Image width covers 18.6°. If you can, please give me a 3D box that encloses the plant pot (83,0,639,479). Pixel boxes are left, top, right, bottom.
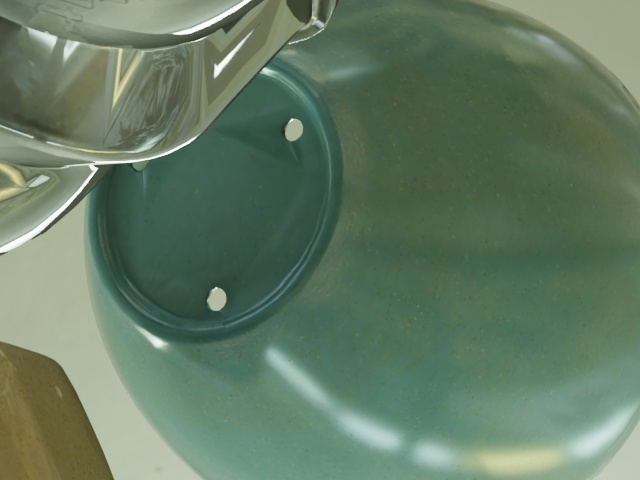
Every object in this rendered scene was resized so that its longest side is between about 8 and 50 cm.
[{"bbox_3d":[0.000,0.000,0.926,0.195,0.290,0.290,22,-140,-57],"label":"plant pot"}]

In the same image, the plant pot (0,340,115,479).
[{"bbox_3d":[-0.183,0.125,0.750,0.284,0.284,0.190,16,-99,-23],"label":"plant pot"}]

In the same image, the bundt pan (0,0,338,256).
[{"bbox_3d":[-0.138,-0.123,0.397,0.331,0.331,0.124,33,-145,-8],"label":"bundt pan"}]
